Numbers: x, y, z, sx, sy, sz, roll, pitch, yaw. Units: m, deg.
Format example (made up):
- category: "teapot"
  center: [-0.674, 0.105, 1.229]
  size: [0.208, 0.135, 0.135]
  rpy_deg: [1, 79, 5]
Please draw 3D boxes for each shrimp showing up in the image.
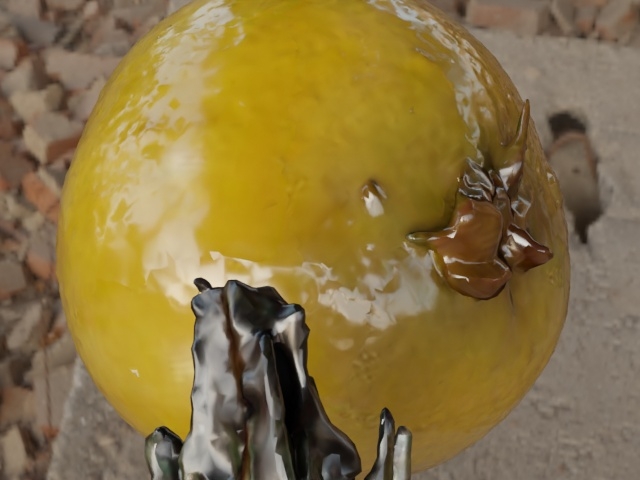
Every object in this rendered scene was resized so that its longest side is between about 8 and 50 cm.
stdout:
- category: "shrimp"
  center: [-0.088, 0.189, 0.401]
  size: [0.233, 0.364, 0.071]
  rpy_deg: [7, 3, -11]

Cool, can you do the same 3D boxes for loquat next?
- category: "loquat"
  center: [0.000, 0.000, 0.640]
  size: [0.275, 0.274, 0.274]
  rpy_deg: [-2, 41, 1]
